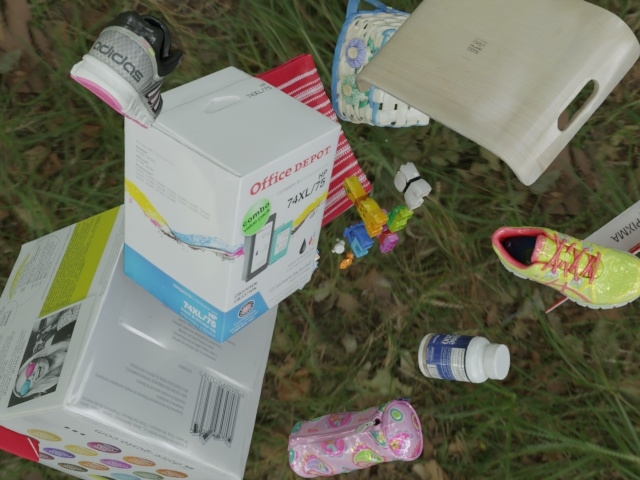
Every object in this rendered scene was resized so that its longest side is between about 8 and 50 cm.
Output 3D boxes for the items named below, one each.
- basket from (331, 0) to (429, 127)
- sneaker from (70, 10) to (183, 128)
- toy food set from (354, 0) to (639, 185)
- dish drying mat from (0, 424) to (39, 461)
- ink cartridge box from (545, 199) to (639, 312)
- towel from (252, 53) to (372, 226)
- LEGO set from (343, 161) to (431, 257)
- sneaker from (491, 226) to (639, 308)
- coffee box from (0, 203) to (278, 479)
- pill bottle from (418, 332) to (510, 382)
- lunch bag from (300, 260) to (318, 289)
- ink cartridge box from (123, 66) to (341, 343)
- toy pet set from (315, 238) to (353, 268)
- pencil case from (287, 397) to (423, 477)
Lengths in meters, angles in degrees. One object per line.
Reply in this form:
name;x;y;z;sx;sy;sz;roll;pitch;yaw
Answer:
basket;0.114;-0.363;1.617;0.201;0.289;0.255;-3;113;-21
sneaker;-0.142;-0.137;0.619;0.063;0.170;0.075;38;91;-6
toy food set;0.213;-0.220;1.007;0.220;0.092;0.306;-48;52;-5
dish drying mat;-0.398;0.264;1.030;0.008;0.083;0.032;-24;53;12
ink cartridge box;0.494;-0.021;1.224;0.066;0.261;0.296;57;139;13
towel;-0.018;-0.169;1.335;0.031;0.199;0.275;-17;102;40
LEGO set;0.079;-0.052;1.193;0.087;0.227;0.093;-23;74;-19
sneaker;0.305;0.028;0.995;0.208;0.094;0.082;13;80;39
coffee box;-0.319;0.189;1.283;0.334;0.338;0.337;-17;140;37
pill bottle;0.208;0.170;1.139;0.120;0.067;0.067;-1;99;38
lunch bag;-0.054;0.050;1.609;0.083;0.053;0.071;37;107;9
ink cartridge box;-0.125;-0.052;1.048;0.197;0.198;0.270;32;133;24
toy pet set;0.000;0.000;1.447;0.114;0.065;0.122;-35;122;2
pencil case;0.062;0.385;1.528;0.284;0.124;0.124;-24;96;41
